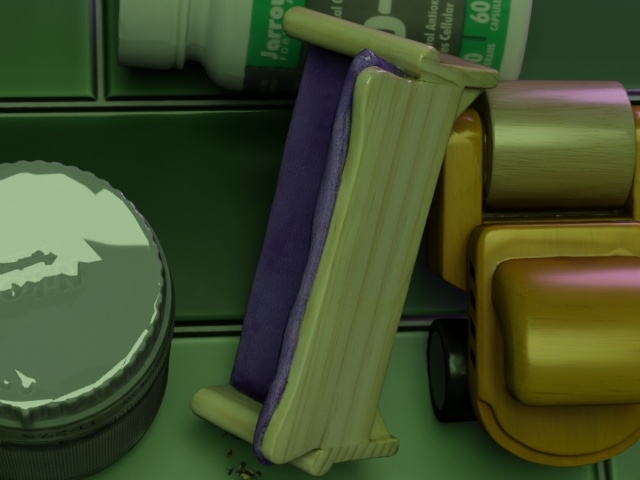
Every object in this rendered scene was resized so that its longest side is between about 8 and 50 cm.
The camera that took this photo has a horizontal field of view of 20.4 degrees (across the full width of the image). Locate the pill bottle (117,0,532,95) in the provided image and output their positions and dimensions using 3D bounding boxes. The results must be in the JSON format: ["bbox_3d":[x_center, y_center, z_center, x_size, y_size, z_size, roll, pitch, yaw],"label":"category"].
[{"bbox_3d":[0.000,-0.231,1.630,0.361,0.204,0.204,3,71,-6],"label":"pill bottle"}]

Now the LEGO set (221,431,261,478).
[{"bbox_3d":[-0.071,0.174,1.576,0.054,0.023,0.083,26,55,-11],"label":"LEGO set"}]

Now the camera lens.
[{"bbox_3d":[-0.231,0.073,1.461,0.219,0.274,0.219,2,71,-6],"label":"camera lens"}]

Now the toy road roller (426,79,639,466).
[{"bbox_3d":[0.210,0.027,1.517,0.203,0.240,0.329,-1,94,-7],"label":"toy road roller"}]

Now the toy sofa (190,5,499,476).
[{"bbox_3d":[0.000,0.000,1.468,0.150,0.177,0.362,23,105,37],"label":"toy sofa"}]
